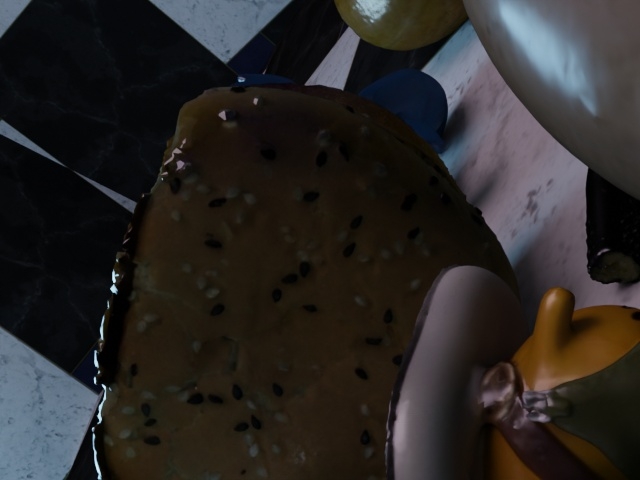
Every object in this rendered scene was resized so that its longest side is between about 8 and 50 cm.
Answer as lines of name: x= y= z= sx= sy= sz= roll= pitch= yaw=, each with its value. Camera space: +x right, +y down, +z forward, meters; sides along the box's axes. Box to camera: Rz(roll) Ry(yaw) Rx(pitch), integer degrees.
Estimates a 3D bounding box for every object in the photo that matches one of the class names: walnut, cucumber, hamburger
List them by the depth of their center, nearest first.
cucumber: x=0.192 y=-0.038 z=0.688 sx=0.043 sy=0.039 sz=0.163 roll=-27 pitch=34 yaw=31
hamburger: x=-0.005 y=0.052 z=0.745 sx=0.195 sy=0.277 sz=0.318 roll=-96 pitch=16 yaw=-73
walnut: x=0.123 y=-0.336 z=1.207 sx=0.298 sy=0.203 sz=0.203 roll=-25 pitch=39 yaw=66

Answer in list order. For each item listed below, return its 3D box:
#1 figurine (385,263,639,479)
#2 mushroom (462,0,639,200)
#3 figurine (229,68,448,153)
figurine: x=0.132 y=0.126 z=0.521 sx=0.141 sy=0.166 sz=0.250 roll=-8 pitch=76 yaw=30
mushroom: x=0.230 y=-0.165 z=0.404 sx=0.362 sy=0.295 sz=0.362 roll=-19 pitch=63 yaw=41
figurine: x=-0.005 y=-0.020 z=1.010 sx=0.416 sy=0.298 sz=0.243 roll=-63 pitch=-20 yaw=-13
